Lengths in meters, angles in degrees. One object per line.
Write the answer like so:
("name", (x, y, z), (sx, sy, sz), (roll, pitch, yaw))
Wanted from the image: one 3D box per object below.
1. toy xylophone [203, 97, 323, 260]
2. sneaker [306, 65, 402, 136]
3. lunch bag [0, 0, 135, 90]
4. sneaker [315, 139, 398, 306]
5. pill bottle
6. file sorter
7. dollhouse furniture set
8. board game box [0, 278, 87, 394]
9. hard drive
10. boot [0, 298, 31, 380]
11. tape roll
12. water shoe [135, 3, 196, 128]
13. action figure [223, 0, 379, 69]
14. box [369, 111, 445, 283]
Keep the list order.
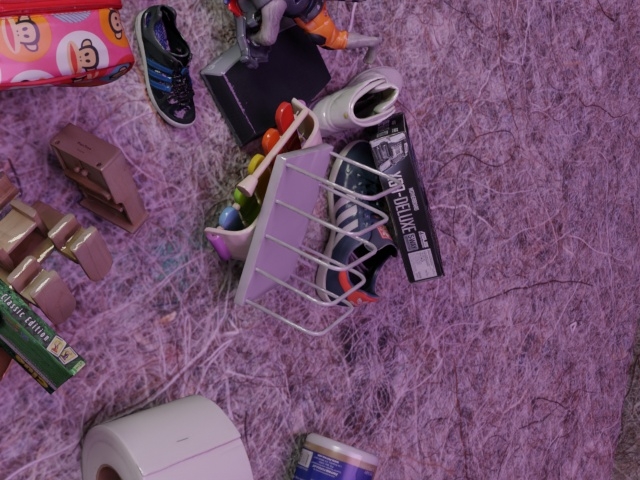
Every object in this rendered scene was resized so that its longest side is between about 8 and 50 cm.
("toy xylophone", (-0.086, -0.115, 1.247), (0.323, 0.081, 0.236), (-56, 161, -26))
("sneaker", (0.114, -0.288, 1.434), (0.292, 0.169, 0.108), (-37, 113, -36))
("lunch bag", (-0.406, -0.234, 0.886), (0.258, 0.293, 0.120), (-23, 111, -40))
("sneaker", (0.095, -0.035, 1.437), (0.131, 0.148, 0.350), (11, 84, -42))
("pill bottle", (0.005, 0.524, 1.371), (0.153, 0.153, 0.265), (31, 72, -38))
("file sorter", (0.000, 0.000, 1.230), (0.193, 0.173, 0.278), (-27, 140, -62))
("dollhouse furniture set", (-0.373, -0.015, 0.993), (0.242, 0.212, 0.161), (-54, 161, -26))
("board game box", (-0.416, 0.088, 0.903), (0.260, 0.136, 0.030), (47, 50, -8))
("hard drive", (-0.089, -0.306, 1.325), (0.254, 0.054, 0.172), (-43, 118, -33))
("boot", (-0.480, 0.190, 0.951), (0.112, 0.115, 0.305), (40, 63, -30))
("tape roll", (-0.238, 0.378, 1.087), (0.169, 0.246, 0.246), (-11, 99, -40))
("water shoe", (-0.248, -0.283, 1.166), (0.073, 0.080, 0.203), (-31, 112, -36))
("action figure", (-0.048, -0.475, 1.242), (0.330, 0.178, 0.341), (-1, 78, -43))
("box", (0.179, -0.095, 1.472), (0.242, 0.076, 0.308), (-72, 146, -70))
